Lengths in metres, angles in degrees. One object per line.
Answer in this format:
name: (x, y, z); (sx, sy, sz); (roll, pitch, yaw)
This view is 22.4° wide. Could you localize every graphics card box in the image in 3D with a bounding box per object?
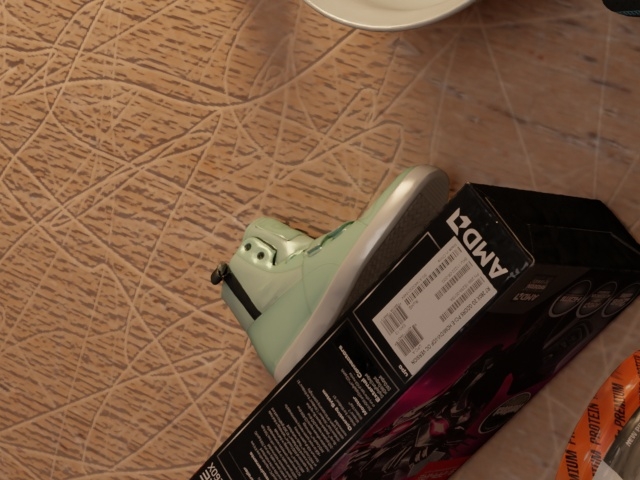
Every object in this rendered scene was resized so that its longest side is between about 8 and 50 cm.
graphics card box: (0.085, 0.114, 1.333); (0.371, 0.232, 0.094); (-49, 61, 23)

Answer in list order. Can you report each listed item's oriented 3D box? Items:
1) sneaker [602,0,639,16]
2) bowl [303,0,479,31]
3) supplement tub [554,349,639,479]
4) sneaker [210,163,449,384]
sneaker: (0.253, -0.345, 1.287); (0.139, 0.125, 0.341); (-17, 79, 37)
bowl: (0.097, -0.320, 1.383); (0.297, 0.134, 0.298); (1, 91, 34)
supplement tub: (0.351, 0.222, 1.171); (0.338, 0.207, 0.207); (28, 105, 30)
sneaker: (-0.001, 0.000, 1.473); (0.151, 0.094, 0.256); (48, 113, 27)
